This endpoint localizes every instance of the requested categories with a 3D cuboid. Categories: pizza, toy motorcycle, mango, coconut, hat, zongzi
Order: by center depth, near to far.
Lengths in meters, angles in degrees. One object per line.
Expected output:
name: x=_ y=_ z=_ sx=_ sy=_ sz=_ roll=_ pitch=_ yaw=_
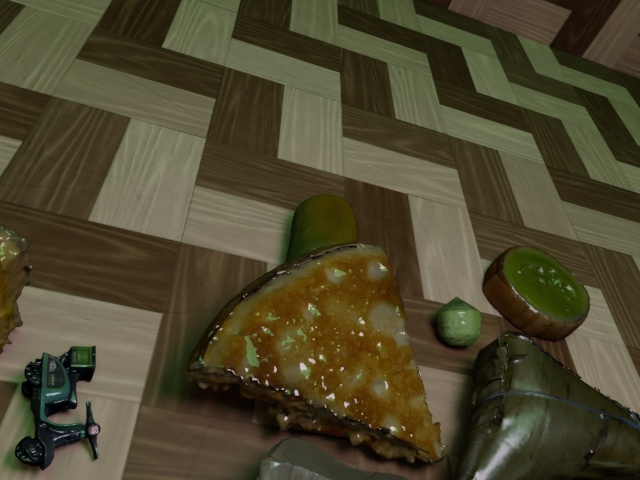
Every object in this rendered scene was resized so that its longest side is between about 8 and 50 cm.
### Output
hat: x=0.021 y=0.355 z=0.742 sx=0.214 sy=0.244 sz=0.149 roll=17 pitch=73 yaw=11
toy motorcycle: x=-0.348 y=0.221 z=0.777 sx=0.100 sy=0.058 sz=0.173 roll=7 pitch=43 yaw=-28
zongzi: x=0.366 y=0.355 z=0.910 sx=0.323 sy=0.160 sz=0.360 roll=31 pitch=41 yaw=7
pizza: x=0.032 y=0.214 z=0.933 sx=0.440 sy=0.130 sz=0.406 roll=-31 pitch=80 yaw=-42
coconut: x=0.267 y=0.156 z=1.123 sx=0.088 sy=0.088 sz=0.096 roll=6 pitch=75 yaw=-21
mango: x=0.007 y=0.000 z=1.150 sx=0.137 sy=0.091 sz=0.237 roll=12 pitch=49 yaw=-7

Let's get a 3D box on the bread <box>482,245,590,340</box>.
bread: x=0.476 y=0.111 z=1.279 sx=0.236 sy=0.070 sz=0.236 roll=14 pitch=45 yaw=-14

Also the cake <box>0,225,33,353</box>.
cake: x=-0.529 y=0.097 z=0.689 sx=0.228 sy=0.222 sz=0.286 roll=27 pitch=43 yaw=4
